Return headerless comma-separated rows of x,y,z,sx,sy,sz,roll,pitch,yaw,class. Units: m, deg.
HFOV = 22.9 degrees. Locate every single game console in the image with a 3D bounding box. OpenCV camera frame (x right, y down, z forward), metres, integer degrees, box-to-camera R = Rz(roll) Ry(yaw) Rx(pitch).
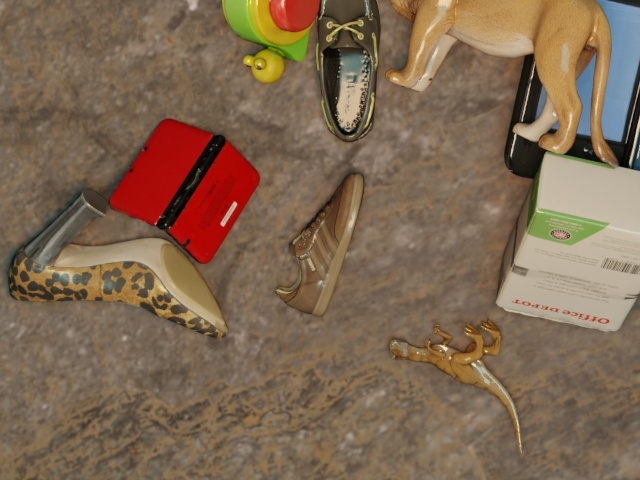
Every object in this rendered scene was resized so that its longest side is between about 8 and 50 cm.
0.385,-0.190,1.857,0.250,0.173,0.293,8,99,-22,game console
-0.166,-0.061,1.945,0.124,0.085,0.144,46,64,-32,game console

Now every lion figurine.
0.213,-0.259,1.831,0.392,0.142,0.240,26,98,21,lion figurine

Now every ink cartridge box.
0.311,0.006,1.875,0.160,0.219,0.093,13,58,-1,ink cartridge box

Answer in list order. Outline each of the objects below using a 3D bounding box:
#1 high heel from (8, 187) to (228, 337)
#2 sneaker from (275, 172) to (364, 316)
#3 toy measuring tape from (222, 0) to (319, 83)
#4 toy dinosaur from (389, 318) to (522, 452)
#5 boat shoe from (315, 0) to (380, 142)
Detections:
-0.257,0.072,1.979,0.261,0.093,0.186,42,116,-14,high heel
0.000,0.000,1.956,0.071,0.066,0.188,18,98,-1,sneaker
-0.050,-0.351,1.875,0.121,0.121,0.330,10,99,0,toy measuring tape
0.191,0.161,1.988,0.211,0.064,0.112,29,116,6,toy dinosaur
0.035,-0.233,1.918,0.081,0.069,0.228,-3,99,2,boat shoe
